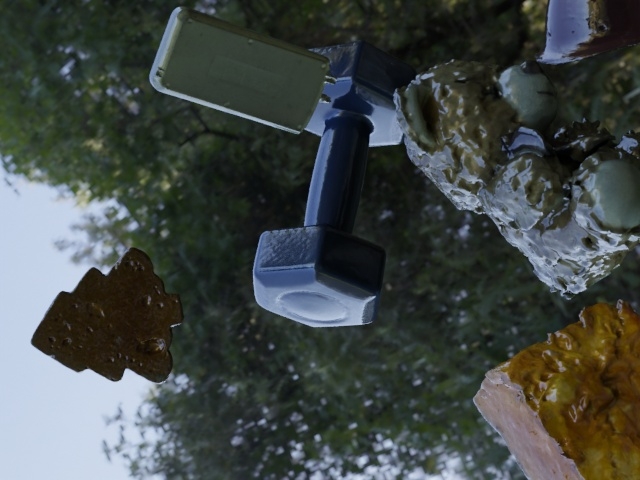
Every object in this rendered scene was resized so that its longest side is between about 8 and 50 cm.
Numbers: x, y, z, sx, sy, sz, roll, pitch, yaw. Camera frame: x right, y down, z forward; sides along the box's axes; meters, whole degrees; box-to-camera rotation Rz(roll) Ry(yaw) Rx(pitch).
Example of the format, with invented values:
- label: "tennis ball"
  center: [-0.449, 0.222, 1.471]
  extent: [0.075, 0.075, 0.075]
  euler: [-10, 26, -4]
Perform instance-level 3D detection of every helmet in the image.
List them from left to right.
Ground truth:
- label: "helmet"
  center: [0.272, -0.230, 1.057]
  extent: [0.175, 0.155, 0.106]
  euler: [-22, -76, -26]

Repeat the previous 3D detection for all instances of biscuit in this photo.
- label: "biscuit"
  center: [-0.181, 0.070, 0.953]
  extent: [0.019, 0.130, 0.119]
  euler: [-172, 72, -82]

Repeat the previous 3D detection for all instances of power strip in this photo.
- label: "power strip"
  center: [-0.063, -0.146, 0.986]
  extent: [0.169, 0.076, 0.028]
  euler: [15, -164, -30]

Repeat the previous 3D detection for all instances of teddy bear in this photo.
- label: "teddy bear"
  center: [0.186, -0.073, 1.003]
  extent: [0.256, 0.156, 0.267]
  euler: [44, -154, 15]

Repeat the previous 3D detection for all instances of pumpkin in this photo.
- label: "pumpkin"
  center: [0.112, 0.073, 0.446]
  extent: [0.074, 0.054, 0.083]
  euler: [-24, -119, -22]

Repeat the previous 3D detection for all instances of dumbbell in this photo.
- label: "dumbbell"
  center: [0.019, -0.066, 1.282]
  extent: [0.144, 0.160, 0.325]
  euler: [42, -129, -48]
